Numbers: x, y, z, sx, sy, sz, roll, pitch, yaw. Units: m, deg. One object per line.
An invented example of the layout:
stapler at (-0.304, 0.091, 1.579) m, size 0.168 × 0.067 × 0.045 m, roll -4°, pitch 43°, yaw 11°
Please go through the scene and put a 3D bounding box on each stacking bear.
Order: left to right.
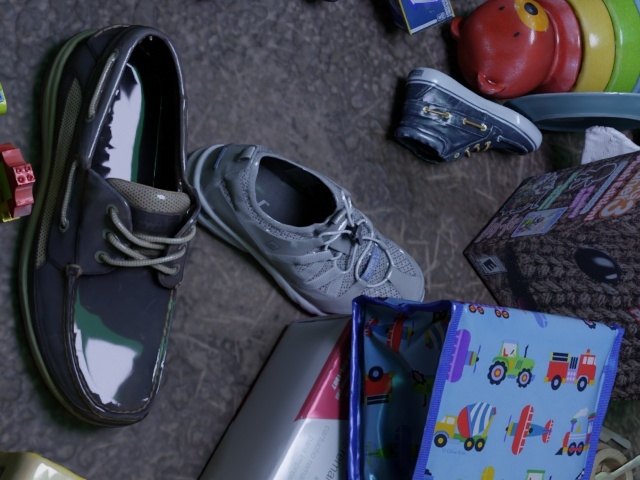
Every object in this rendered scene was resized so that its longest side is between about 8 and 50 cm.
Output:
stacking bear at (0.288, -0.224, 1.412) m, size 0.288 × 0.164 × 0.175 m, roll -8°, pitch 66°, yaw -24°

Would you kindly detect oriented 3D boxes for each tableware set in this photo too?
tableware set at (0.289, 0.250, 1.404) m, size 0.194 × 0.039 × 0.128 m, roll 30°, pitch 67°, yaw -27°

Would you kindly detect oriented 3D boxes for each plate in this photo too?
plate at (0.296, -0.139, 1.383) m, size 0.188 × 0.188 × 0.024 m, roll 3°, pitch 88°, yaw -34°

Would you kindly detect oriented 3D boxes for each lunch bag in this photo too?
lunch bag at (0.138, 0.206, 1.108) m, size 0.220 × 0.138 × 0.293 m, roll 10°, pitch 83°, yaw -37°

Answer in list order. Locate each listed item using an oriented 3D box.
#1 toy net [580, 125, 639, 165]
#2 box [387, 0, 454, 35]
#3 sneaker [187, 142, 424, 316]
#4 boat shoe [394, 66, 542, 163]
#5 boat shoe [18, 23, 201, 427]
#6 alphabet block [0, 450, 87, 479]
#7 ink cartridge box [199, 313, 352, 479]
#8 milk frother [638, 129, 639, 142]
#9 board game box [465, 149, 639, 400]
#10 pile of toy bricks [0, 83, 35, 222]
toy net at (0.347, -0.040, 1.441) m, size 0.232 × 0.122 × 0.045 m, roll 58°, pitch 33°, yaw -24°
box at (0.084, -0.304, 1.306) m, size 0.054 × 0.059 × 0.169 m, roll -25°, pitch 115°, yaw -5°
sneaker at (0.000, 0.000, 1.197) m, size 0.281 × 0.115 × 0.105 m, roll 30°, pitch 67°, yaw -28°
boat shoe at (0.158, -0.113, 1.365) m, size 0.183 × 0.065 × 0.083 m, roll 24°, pitch 78°, yaw -27°
boat shoe at (-0.176, -0.019, 1.069) m, size 0.132 × 0.130 × 0.356 m, roll 1°, pitch 82°, yaw -34°
alphabet block at (-0.222, 0.288, 0.951) m, size 0.192 × 0.193 × 0.197 m, roll 35°, pitch 64°, yaw -27°
ink cartridge box at (0.058, 0.247, 1.190) m, size 0.306 × 0.131 × 0.226 m, roll 40°, pitch 62°, yaw -22°
milk frother at (0.404, -0.089, 1.494) m, size 0.143 × 0.129 × 0.135 m, roll -7°, pitch 57°, yaw 6°
board game box at (0.343, 0.039, 1.322) m, size 0.141 × 0.291 × 0.232 m, roll -46°, pitch 108°, yaw -31°
pile of toy bricks at (-0.304, -0.114, 1.012) m, size 0.118 × 0.105 × 0.212 m, roll -17°, pitch 92°, yaw -35°
